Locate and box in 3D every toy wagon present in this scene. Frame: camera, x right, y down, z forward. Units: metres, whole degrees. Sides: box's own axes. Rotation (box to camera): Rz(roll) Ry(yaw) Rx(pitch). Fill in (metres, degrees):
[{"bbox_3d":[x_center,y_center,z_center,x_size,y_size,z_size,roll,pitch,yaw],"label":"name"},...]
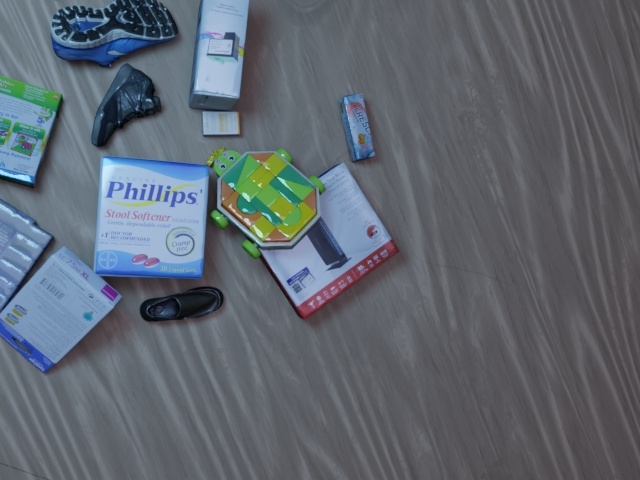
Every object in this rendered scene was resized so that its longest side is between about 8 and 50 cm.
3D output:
[{"bbox_3d":[-0.167,-0.128,1.697,0.344,0.068,0.267,41,75,9],"label":"toy wagon"}]

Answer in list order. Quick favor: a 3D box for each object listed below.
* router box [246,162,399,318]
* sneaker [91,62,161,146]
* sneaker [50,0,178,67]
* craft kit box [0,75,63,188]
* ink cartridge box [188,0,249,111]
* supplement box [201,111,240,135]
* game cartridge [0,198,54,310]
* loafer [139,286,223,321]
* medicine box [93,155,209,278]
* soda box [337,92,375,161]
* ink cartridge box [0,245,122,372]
[{"bbox_3d":[0.000,0.000,1.798,0.335,0.082,0.301,-35,99,-12],"label":"router box"},{"bbox_3d":[-0.492,-0.327,1.657,0.130,0.087,0.227,27,78,-8],"label":"sneaker"},{"bbox_3d":[-0.520,-0.524,1.636,0.330,0.147,0.130,-18,84,-33],"label":"sneaker"},{"bbox_3d":[-0.786,-0.277,1.567,0.250,0.061,0.247,16,76,-15],"label":"craft kit box"},{"bbox_3d":[-0.262,-0.486,1.660,0.117,0.201,0.278,6,89,-15],"label":"ink cartridge box"},{"bbox_3d":[-0.269,-0.313,1.745,0.098,0.036,0.062,-2,91,-16],"label":"supplement box"},{"bbox_3d":[-0.865,-0.018,1.573,0.355,0.068,0.230,35,78,-13],"label":"game cartridge"},{"bbox_3d":[-0.360,0.176,1.701,0.220,0.078,0.080,-13,94,-15],"label":"loafer"},{"bbox_3d":[-0.427,-0.054,1.645,0.263,0.149,0.289,3,90,-16],"label":"medicine box"},{"bbox_3d":[0.101,-0.319,1.834,0.058,0.063,0.183,-14,94,-14],"label":"soda box"},{"bbox_3d":[-0.647,0.174,1.578,0.186,0.065,0.311,44,113,-11],"label":"ink cartridge box"}]
